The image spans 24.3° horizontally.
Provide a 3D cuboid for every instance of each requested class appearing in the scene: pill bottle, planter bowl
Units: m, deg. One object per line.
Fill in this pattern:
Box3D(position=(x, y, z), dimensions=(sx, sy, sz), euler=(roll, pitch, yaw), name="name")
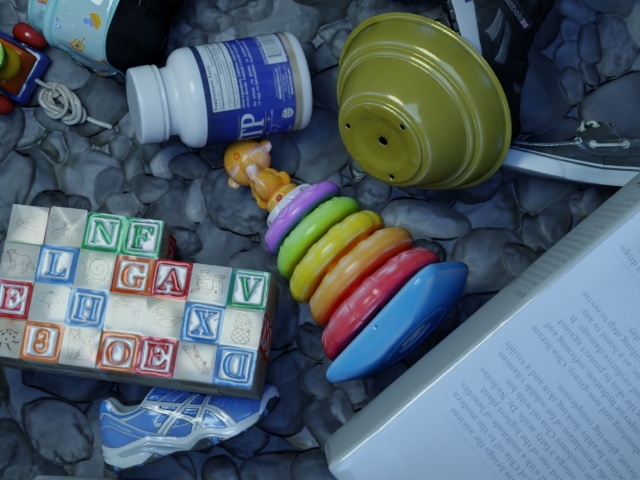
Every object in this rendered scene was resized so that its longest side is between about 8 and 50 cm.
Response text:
Box3D(position=(-0.112, -0.160, 1.616), dimensions=(0.186, 0.112, 0.112), euler=(-11, 88, -14), name="pill bottle")
Box3D(position=(0.087, -0.124, 1.573), dimensions=(0.217, 0.217, 0.090), euler=(42, 51, 3), name="planter bowl")

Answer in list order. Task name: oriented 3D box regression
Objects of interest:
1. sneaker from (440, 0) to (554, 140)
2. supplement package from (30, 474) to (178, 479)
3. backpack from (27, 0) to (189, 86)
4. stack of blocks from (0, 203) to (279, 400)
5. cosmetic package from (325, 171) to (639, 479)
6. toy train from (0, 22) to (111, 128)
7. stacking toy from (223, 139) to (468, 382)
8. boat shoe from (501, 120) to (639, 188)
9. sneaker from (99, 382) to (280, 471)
Box3D(position=(0.201, -0.227, 1.571), dimensions=(0.124, 0.107, 0.283), euler=(-17, 127, 3), name="sneaker")
Box3D(position=(-0.231, 0.338, 1.559), dimensions=(0.204, 0.262, 0.145), euler=(2, 90, 2), name="supplement package")
Box3D(position=(-0.232, -0.264, 1.608), dimensions=(0.144, 0.188, 0.166), euler=(24, 91, 3), name="backpack")
Box3D(position=(-0.200, 0.067, 1.621), dimensions=(0.297, 0.087, 0.171), euler=(7, 76, 8), name="stack of blocks")
Box3D(position=(0.247, 0.152, 1.473), dimensions=(0.453, 0.161, 0.230), euler=(-40, 93, 1), name="cosmetic package")
Box3D(position=(-0.348, -0.194, 1.634), dimensions=(0.248, 0.143, 0.105), euler=(28, 91, 3), name="toy train")
Box3D(position=(0.000, 0.000, 1.624), dimensions=(0.302, 0.166, 0.175), euler=(45, 105, 14), name="stacking toy")
Box3D(position=(0.304, -0.096, 1.639), dimensions=(0.219, 0.078, 0.070), euler=(6, 90, -5), name="boat shoe")
Box3D(position=(-0.149, 0.192, 1.649), dimensions=(0.211, 0.080, 0.081), euler=(-17, 91, 1), name="sneaker")
